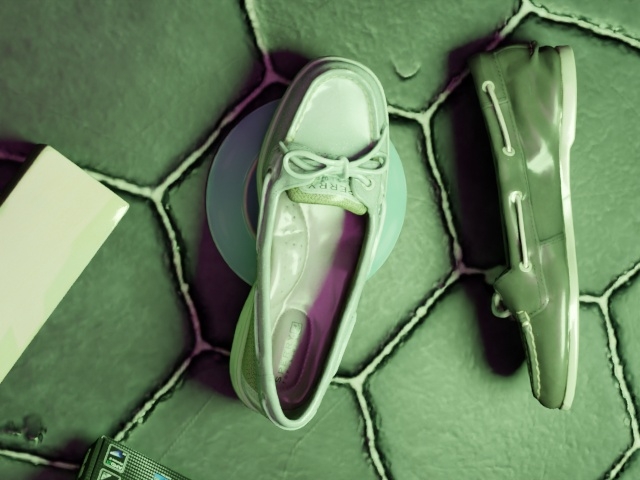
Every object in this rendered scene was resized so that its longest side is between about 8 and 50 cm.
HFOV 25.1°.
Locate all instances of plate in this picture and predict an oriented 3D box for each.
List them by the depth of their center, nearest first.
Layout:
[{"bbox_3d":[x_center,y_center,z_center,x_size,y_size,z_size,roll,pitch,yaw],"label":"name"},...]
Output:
[{"bbox_3d":[-0.009,-0.037,1.290,0.188,0.024,0.188,-1,94,-15],"label":"plate"}]

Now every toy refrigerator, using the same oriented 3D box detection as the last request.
[{"bbox_3d":[-0.272,0.055,1.186,0.094,0.102,0.269,37,84,-15],"label":"toy refrigerator"}]

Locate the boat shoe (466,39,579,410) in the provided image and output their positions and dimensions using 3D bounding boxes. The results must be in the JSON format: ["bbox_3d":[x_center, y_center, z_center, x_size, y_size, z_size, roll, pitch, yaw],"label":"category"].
[{"bbox_3d":[0.183,-0.013,1.308,0.095,0.112,0.335,-1,89,3],"label":"boat shoe"}]

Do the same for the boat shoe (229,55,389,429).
[{"bbox_3d":[-0.003,0.001,1.227,0.118,0.103,0.320,15,91,-15],"label":"boat shoe"}]

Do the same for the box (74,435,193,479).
[{"bbox_3d":[-0.137,0.284,1.213,0.191,0.184,0.045,31,131,-15],"label":"box"}]
